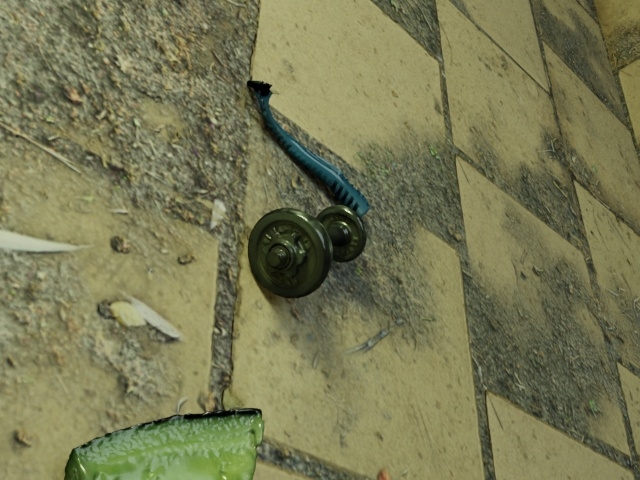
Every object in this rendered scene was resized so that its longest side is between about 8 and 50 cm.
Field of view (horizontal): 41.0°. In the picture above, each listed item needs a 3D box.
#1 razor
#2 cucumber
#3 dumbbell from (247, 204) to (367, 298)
[{"bbox_3d":[-0.018,-0.126,1.217,0.253,0.042,0.082,46,-5,-21],"label":"razor"},{"bbox_3d":[-0.135,0.221,0.774,0.193,0.086,0.115,5,60,-43],"label":"cucumber"},{"bbox_3d":[0.000,0.000,1.097,0.110,0.110,0.254,62,28,3],"label":"dumbbell"}]
